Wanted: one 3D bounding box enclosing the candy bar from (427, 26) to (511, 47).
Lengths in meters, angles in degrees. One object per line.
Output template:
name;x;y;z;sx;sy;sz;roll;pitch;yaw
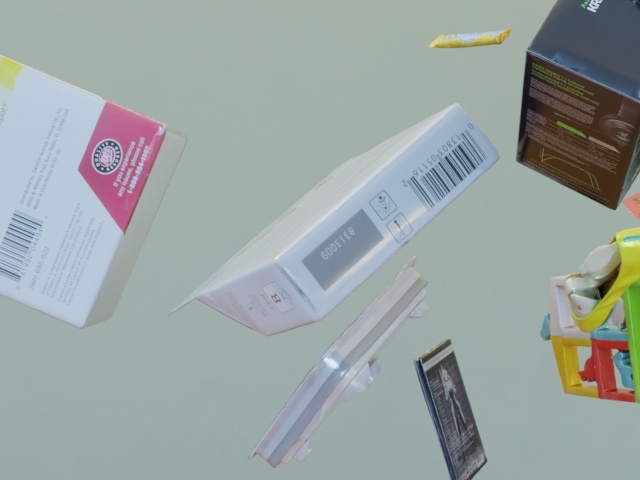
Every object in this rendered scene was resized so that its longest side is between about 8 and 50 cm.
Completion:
candy bar;0.246;-0.330;1.962;0.161;0.040;0.018;6;-52;50

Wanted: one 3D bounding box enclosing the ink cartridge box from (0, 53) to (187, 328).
ink cartridge box;-0.409;-0.091;1.551;0.384;0.279;0.160;24;3;3

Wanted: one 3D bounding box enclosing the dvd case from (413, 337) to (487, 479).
dvd case;0.215;0.282;1.963;0.018;0.221;0.164;-16;1;24

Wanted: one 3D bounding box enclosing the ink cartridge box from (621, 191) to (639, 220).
ink cartridge box;0.588;-0.110;1.856;0.232;0.066;0.189;-24;17;5

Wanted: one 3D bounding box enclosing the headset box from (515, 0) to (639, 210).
headset box;0.320;-0.208;1.243;0.131;0.246;0.283;28;-16;16

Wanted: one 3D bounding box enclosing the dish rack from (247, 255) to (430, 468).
dish rack;0.042;0.191;1.772;0.072;0.285;0.333;40;39;7

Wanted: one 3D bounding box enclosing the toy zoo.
toy zoo;0.435;0.149;1.846;0.030;0.192;0.293;-8;1;-24

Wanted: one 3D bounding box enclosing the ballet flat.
ballet flat;0.375;0.052;1.611;0.077;0.077;0.231;0;-31;-19

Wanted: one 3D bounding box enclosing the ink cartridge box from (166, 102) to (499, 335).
ink cartridge box;0.000;0.000;1.447;0.091;0.308;0.385;51;-27;-6
